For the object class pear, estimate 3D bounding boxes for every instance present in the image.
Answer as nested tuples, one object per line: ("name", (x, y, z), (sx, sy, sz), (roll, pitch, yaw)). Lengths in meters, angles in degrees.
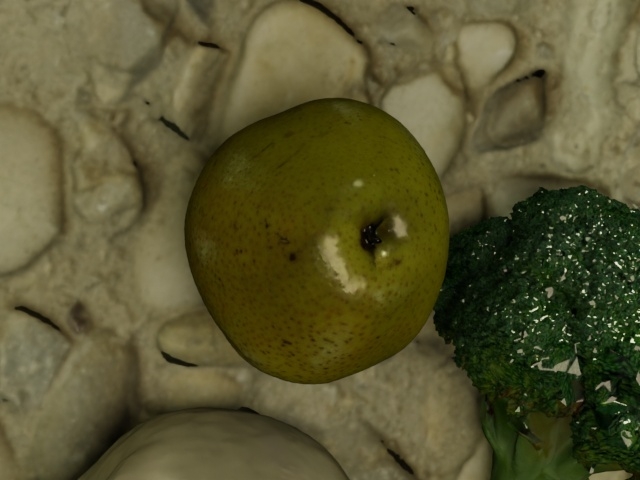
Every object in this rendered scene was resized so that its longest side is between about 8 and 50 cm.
("pear", (0.001, 0.001, 1.355), (0.198, 0.198, 0.198), (-5, 105, -18))

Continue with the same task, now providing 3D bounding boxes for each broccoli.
("broccoli", (0.200, 0.106, 1.445), (0.254, 0.269, 0.269), (6, 101, -16))

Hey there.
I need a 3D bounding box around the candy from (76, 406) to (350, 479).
("candy", (-0.097, 0.351, 1.417), (0.386, 0.186, 0.427), (-29, 115, -15))
